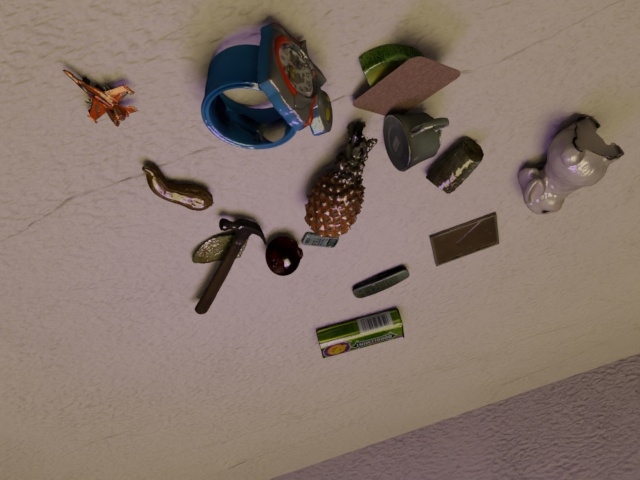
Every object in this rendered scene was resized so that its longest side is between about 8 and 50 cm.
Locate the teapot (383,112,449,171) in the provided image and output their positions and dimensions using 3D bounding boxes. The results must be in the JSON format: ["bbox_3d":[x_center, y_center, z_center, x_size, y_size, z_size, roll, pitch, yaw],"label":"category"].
[{"bbox_3d":[0.278,-0.290,1.772,0.148,0.163,0.239,-15,172,-15],"label":"teapot"}]

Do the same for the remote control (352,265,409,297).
[{"bbox_3d":[0.223,0.155,2.349,0.221,0.042,0.072,-25,139,11],"label":"remote control"}]

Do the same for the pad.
[{"bbox_3d":[0.221,-0.394,1.657,0.176,0.002,0.266,7,159,-35],"label":"pad"}]

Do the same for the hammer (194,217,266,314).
[{"bbox_3d":[-0.318,0.093,2.055,0.168,0.044,0.440,9,133,-30],"label":"hammer"}]

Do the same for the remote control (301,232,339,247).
[{"bbox_3d":[0.000,0.000,2.112,0.124,0.018,0.053,7,135,-25],"label":"remote control"}]

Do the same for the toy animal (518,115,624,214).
[{"bbox_3d":[0.763,-0.211,2.024,0.257,0.194,0.357,-4,148,-30],"label":"toy animal"}]

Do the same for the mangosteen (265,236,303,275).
[{"bbox_3d":[-0.112,0.047,2.062,0.139,0.140,0.140,-10,140,-8],"label":"mangosteen"}]

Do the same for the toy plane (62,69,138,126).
[{"bbox_3d":[-0.528,-0.348,1.508,0.135,0.062,0.188,-34,123,20],"label":"toy plane"}]

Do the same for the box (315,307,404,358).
[{"bbox_3d":[0.162,0.375,2.535,0.345,0.097,0.134,-15,139,-3],"label":"box"}]

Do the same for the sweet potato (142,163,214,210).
[{"bbox_3d":[-0.406,-0.142,1.779,0.233,0.062,0.081,25,109,-35],"label":"sweet potato"}]

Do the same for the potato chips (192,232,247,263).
[{"bbox_3d":[-0.311,0.028,2.032,0.209,0.026,0.142,-39,136,22],"label":"potato chips"}]

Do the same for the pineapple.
[{"bbox_3d":[0.072,-0.168,1.834,0.174,0.175,0.361,6,136,-25],"label":"pineapple"}]

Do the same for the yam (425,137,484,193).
[{"bbox_3d":[0.411,-0.221,1.941,0.107,0.107,0.183,18,128,-34],"label":"yam"}]

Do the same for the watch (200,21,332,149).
[{"bbox_3d":[-0.128,-0.337,1.550,0.274,0.242,0.305,-18,141,28],"label":"watch"}]

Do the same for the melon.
[{"bbox_3d":[0.200,-0.441,1.647,0.209,0.064,0.118,-4,145,-12],"label":"melon"}]

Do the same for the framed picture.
[{"bbox_3d":[0.522,-0.001,2.295,0.249,0.016,0.184,-21,140,4],"label":"framed picture"}]
